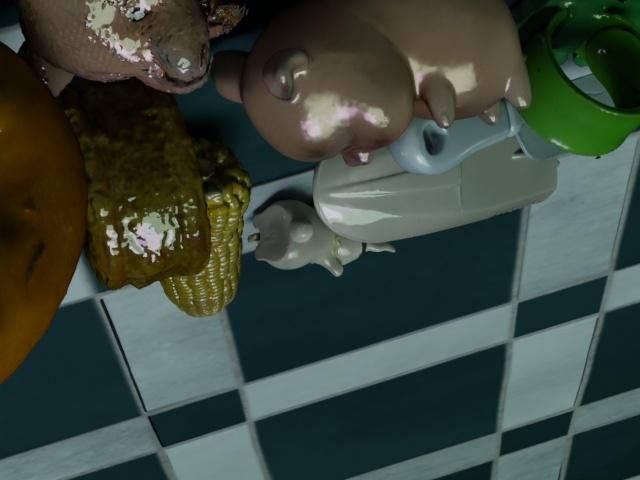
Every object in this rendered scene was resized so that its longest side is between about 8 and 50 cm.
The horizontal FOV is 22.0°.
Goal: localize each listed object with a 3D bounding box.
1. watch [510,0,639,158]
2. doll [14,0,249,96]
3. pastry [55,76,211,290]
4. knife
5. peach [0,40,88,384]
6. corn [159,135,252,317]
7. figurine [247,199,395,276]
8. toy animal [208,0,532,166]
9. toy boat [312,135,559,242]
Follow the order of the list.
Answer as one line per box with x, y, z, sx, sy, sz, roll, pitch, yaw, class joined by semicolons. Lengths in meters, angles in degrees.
0.255;-0.160;1.495;0.165;0.152;0.131;0;147;-31;watch
-0.076;-0.187;1.224;0.303;0.156;0.201;-14;154;-19;doll
-0.161;-0.053;1.389;0.103;0.188;0.188;-15;154;-13;pastry
0.198;-0.113;1.556;0.331;0.080;0.044;-13;-172;-37;knife
-0.345;-0.025;1.169;0.302;0.342;0.343;-5;165;36;peach
-0.116;-0.005;1.605;0.101;0.101;0.291;-15;155;-9;corn
-0.001;-0.010;1.727;0.146;0.081;0.098;2;-169;-45;figurine
0.049;-0.148;1.375;0.250;0.154;0.166;-17;173;-22;toy animal
0.101;-0.080;1.587;0.269;0.140;0.141;-10;153;-19;toy boat
